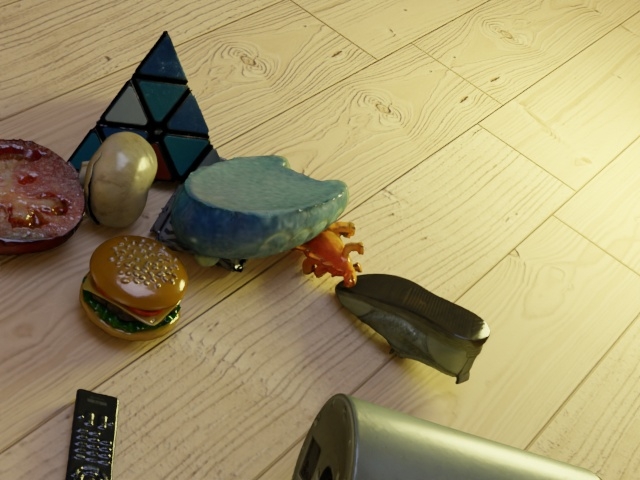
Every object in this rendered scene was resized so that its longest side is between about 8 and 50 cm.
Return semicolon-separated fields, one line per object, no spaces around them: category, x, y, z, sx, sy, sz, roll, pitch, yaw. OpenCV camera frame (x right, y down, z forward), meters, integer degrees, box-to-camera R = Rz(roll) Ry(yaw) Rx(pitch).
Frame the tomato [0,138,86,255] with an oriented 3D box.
tomato;-0.466;-0.052;1.868;0.225;0.085;0.225;16;42;-14

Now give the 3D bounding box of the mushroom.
mushroom;-0.323;-0.098;1.950;0.122;0.154;0.154;12;37;9

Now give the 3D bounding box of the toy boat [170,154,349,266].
toy boat;-0.103;-0.038;1.981;0.215;0.123;0.330;25;26;24

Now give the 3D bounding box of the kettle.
kettle;0.157;0.348;1.643;0.376;0.250;0.361;16;10;-14

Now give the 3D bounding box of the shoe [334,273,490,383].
shoe;0.136;0.132;1.962;0.275;0.098;0.103;27;28;34

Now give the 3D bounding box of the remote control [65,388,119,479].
remote control;-0.297;0.291;1.603;0.063;0.025;0.245;14;39;-14

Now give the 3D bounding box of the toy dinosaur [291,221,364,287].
toy dinosaur;0.000;0.000;2.060;0.117;0.070;0.288;-8;33;-10

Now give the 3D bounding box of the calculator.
calculator;-0.168;-0.052;2.071;0.165;0.028;0.274;21;36;2

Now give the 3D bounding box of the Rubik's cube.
Rubik's cube;-0.314;-0.198;2.135;0.250;0.284;0.234;-26;22;0

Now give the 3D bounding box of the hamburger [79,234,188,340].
hamburger;-0.268;0.069;1.803;0.162;0.115;0.162;16;39;-13
